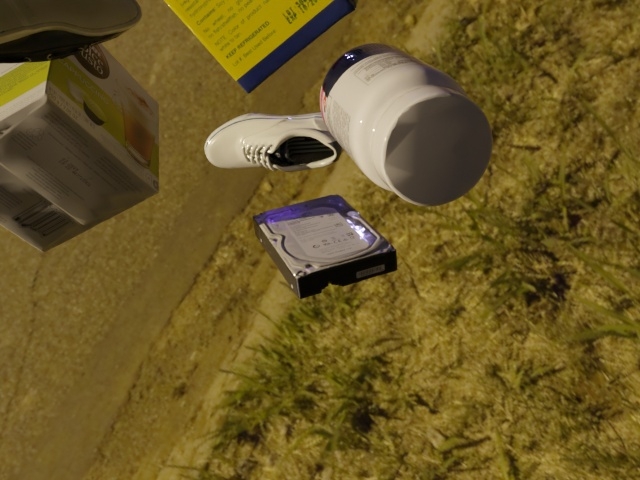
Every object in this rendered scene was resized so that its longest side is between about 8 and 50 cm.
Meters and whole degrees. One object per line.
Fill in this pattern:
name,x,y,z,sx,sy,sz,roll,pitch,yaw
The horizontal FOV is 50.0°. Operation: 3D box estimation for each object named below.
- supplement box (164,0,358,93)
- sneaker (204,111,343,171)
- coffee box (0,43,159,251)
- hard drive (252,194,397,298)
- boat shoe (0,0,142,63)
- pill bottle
supplement box,-0.125,-0.413,0.899,0.194,0.356,0.195,-31,24,26
sneaker,-0.080,-0.156,1.120,0.258,0.094,0.091,-7,32,20
coffee box,-0.598,-0.243,1.534,0.338,0.338,0.335,-25,48,16
hard drive,0.000,0.000,1.583,0.236,0.064,0.339,-15,29,-15
boat shoe,-0.494,-0.384,1.253,0.340,0.127,0.113,-29,-9,-37
pill bottle,0.103,-0.156,0.897,0.160,0.160,0.283,-41,26,8
